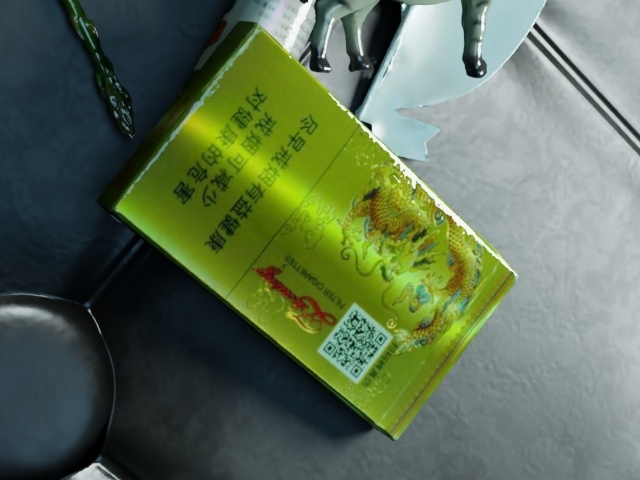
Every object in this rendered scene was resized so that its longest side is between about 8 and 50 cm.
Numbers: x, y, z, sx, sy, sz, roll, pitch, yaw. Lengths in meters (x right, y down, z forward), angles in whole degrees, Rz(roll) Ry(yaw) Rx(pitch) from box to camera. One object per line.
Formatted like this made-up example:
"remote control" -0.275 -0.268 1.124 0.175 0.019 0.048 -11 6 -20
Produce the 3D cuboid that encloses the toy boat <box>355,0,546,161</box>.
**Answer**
"toy boat" 0.113 -0.201 1.080 0.220 0.067 0.291 25 85 -22

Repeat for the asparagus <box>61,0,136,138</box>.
"asparagus" -0.186 -0.181 0.976 0.233 0.022 0.023 65 26 -10

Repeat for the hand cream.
"hand cream" -0.061 -0.122 1.016 0.095 0.059 0.276 29 85 -23

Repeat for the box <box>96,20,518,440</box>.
"box" 0.000 0.000 1.019 0.311 0.043 0.173 41 82 -27

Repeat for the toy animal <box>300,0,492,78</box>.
"toy animal" 0.085 -0.211 1.006 0.216 0.073 0.176 -4 103 -18
